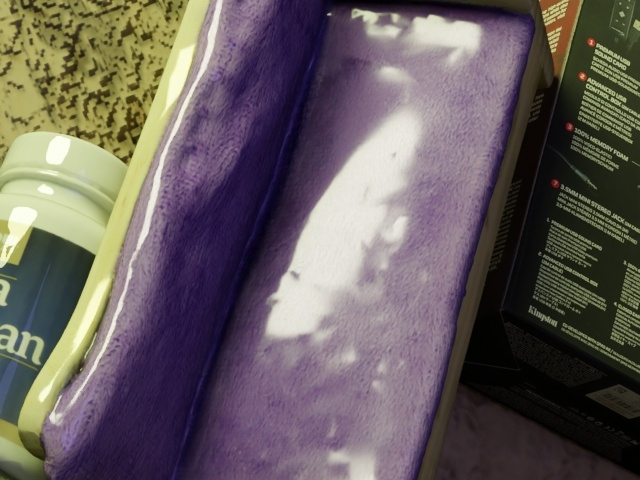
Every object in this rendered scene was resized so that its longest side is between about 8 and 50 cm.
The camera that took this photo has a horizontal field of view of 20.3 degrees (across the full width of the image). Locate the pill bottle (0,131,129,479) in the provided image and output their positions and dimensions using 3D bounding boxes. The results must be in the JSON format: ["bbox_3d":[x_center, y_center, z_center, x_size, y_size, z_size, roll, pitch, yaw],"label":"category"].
[{"bbox_3d":[-0.145,0.036,0.862,0.094,0.094,0.169,28,62,-22],"label":"pill bottle"}]

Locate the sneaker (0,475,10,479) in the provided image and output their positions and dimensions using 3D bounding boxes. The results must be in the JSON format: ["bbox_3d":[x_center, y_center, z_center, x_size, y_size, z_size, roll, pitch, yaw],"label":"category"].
[{"bbox_3d":[-0.117,0.223,0.777,0.281,0.106,0.162,35,54,-9],"label":"sneaker"}]

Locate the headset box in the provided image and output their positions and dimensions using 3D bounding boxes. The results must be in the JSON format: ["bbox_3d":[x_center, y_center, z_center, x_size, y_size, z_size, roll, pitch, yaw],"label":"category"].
[{"bbox_3d":[0.195,-0.028,1.079,0.218,0.110,0.293,28,63,-22],"label":"headset box"}]

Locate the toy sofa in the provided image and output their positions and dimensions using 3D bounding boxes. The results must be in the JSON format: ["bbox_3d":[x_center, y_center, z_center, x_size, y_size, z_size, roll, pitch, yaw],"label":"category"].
[{"bbox_3d":[0.000,0.000,0.884,0.177,0.150,0.362,64,39,-56],"label":"toy sofa"}]
